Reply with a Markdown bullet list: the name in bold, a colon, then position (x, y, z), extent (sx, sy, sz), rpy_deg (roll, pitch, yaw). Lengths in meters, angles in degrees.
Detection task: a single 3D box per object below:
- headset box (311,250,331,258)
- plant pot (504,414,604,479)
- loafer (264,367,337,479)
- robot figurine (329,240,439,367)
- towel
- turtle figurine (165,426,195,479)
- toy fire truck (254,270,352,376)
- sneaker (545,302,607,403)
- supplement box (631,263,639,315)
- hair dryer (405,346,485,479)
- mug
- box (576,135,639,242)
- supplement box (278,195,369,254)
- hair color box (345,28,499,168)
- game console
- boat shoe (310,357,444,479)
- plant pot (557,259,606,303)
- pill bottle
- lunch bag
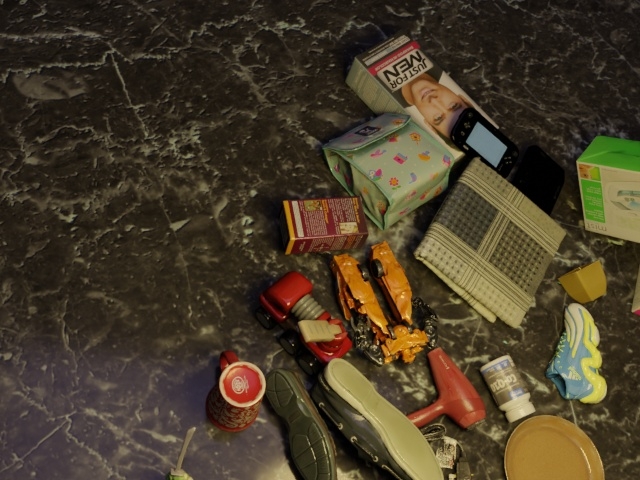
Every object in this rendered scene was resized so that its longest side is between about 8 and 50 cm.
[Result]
- **headset box**: position (0.000, 0.000, 1.846), extent (0.062, 0.032, 0.083), rpy_deg (20, 60, -3)
- **plant pot**: position (0.511, 0.507, 1.723), extent (0.236, 0.032, 0.236), rpy_deg (6, 62, -11)
- **loafer**: position (-0.024, 0.384, 1.623), extent (0.084, 0.096, 0.267), rpy_deg (3, 56, -57)
- **robot figurine**: position (0.143, 0.152, 1.777), extent (0.211, 0.085, 0.291), rpy_deg (-16, 68, -20)
- **towel**: position (0.412, 0.010, 1.878), extent (0.324, 0.056, 0.312), rpy_deg (38, 68, -11)
- **turtle figurine**: position (-0.262, 0.509, 1.428), extent (0.266, 0.274, 0.198), rpy_deg (-38, 62, -17)
- **toy fire truck**: position (-0.033, 0.163, 1.636), extent (0.158, 0.246, 0.217), rpy_deg (-38, 78, -27)
- **sneaker**: position (0.586, 0.263, 1.827), extent (0.126, 0.091, 0.240), rpy_deg (-2, 66, -14)
- **supplement box**: position (0.879, 0.092, 1.970), extent (0.111, 0.114, 0.220), rpy_deg (25, 60, -2)
- **hair dryer**: position (0.251, 0.371, 1.699), extent (0.224, 0.080, 0.293), rpy_deg (17, 61, -4)
- **mug**: position (-0.180, 0.299, 1.578), extent (0.113, 0.169, 0.150), rpy_deg (-37, 78, -25)
- **box**: position (0.789, -0.118, 1.924), extent (0.262, 0.231, 0.127), rpy_deg (19, 51, 41)
- **supplement box**: position (0.006, -0.036, 1.799), extent (0.188, 0.081, 0.104), rpy_deg (-4, 64, -15)
- **hair color box**: position (0.261, -0.357, 2.039), extent (0.185, 0.113, 0.374), rpy_deg (-36, 78, -26)
- **game console**: position (0.463, -0.182, 1.963), extent (0.361, 0.044, 0.213), rpy_deg (35, 70, -21)
- **boat shoe**: position (0.107, 0.403, 1.613), extent (0.340, 0.113, 0.127), rpy_deg (45, 29, 2)
- **plant pot**: position (0.657, 0.108, 1.930), extent (0.081, 0.081, 0.083), rpy_deg (-24, 84, -23)
- **pill bottle**: position (0.423, 0.335, 1.759), extent (0.078, 0.078, 0.137), rpy_deg (-18, 70, -21)
- **lunch bag**: position (0.158, -0.194, 1.913), extent (0.223, 0.160, 0.262), rpy_deg (-31, 64, -21)
